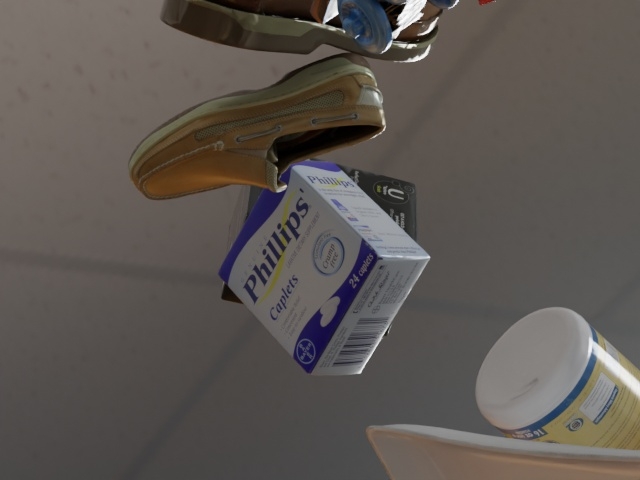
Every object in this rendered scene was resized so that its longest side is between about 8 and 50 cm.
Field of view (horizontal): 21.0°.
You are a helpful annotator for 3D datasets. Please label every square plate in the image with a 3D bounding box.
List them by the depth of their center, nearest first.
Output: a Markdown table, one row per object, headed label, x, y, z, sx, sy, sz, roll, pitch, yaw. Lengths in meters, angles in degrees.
| label | x | y | z | sx | sy | sz | roll | pitch | yaw |
| --- | --- | --- | --- | --- | --- | --- | --- | --- | --- |
| square plate | 0.242 | 0.287 | 1.481 | 0.049 | 0.347 | 0.344 | -48 | -57 | -34 |

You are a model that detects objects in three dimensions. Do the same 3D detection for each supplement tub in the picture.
| label | x | y | z | sx | sy | sz | roll | pitch | yaw |
| --- | --- | --- | --- | --- | --- | --- | --- | --- | --- |
| supplement tub | 0.274 | 0.179 | 1.800 | 0.144 | 0.144 | 0.199 | -40 | -64 | 19 |

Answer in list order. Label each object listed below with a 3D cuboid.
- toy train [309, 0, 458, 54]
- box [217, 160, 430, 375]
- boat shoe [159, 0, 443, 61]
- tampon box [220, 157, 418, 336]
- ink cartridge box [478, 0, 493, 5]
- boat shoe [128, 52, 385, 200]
| label | x | y | z | sx | sy | sz | roll | pitch | yaw |
| --- | --- | --- | --- | --- | --- | --- | --- | --- | --- |
| toy train | 0.033 | -0.179 | 0.923 | 0.080 | 0.105 | 0.184 | -35 | -14 | -22 |
| box | 0.000 | 0.021 | 1.428 | 0.072 | 0.137 | 0.126 | 2 | -54 | -48 |
| boat shoe | 0.011 | -0.192 | 1.230 | 0.307 | 0.110 | 0.104 | -13 | -58 | -61 |
| tampon box | 0.000 | 0.000 | 1.601 | 0.161 | 0.120 | 0.101 | 14 | -54 | -7 |
| ink cartridge box | 0.176 | -0.327 | 1.615 | 0.145 | 0.179 | 0.045 | -17 | -9 | 36 |
| boat shoe | -0.045 | -0.065 | 1.213 | 0.190 | 0.072 | 0.068 | -24 | -28 | 11 |
